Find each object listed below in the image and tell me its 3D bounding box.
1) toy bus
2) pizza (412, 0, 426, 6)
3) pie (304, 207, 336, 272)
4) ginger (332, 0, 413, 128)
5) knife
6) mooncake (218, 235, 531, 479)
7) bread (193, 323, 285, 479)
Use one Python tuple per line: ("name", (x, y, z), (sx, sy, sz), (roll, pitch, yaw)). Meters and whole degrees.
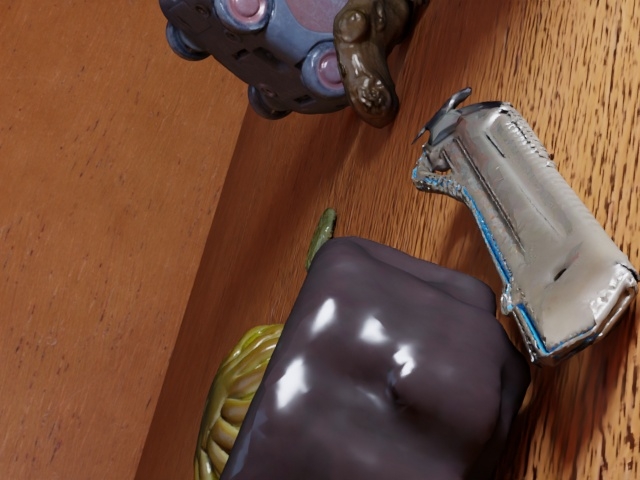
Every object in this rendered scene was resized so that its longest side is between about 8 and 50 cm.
("toy bus", (-0.043, -0.305, 1.472), (0.232, 0.294, 0.197), (-61, 21, -16))
("pizza", (0.125, -0.359, 1.311), (0.185, 0.052, 0.195), (137, 150, -77))
("pie", (0.000, 0.000, 1.403), (0.085, 0.017, 0.085), (-160, 90, -82))
("ginger", (0.061, -0.247, 1.322), (0.122, 0.084, 0.290), (94, -175, -49))
("knife", (0.115, -0.017, 0.696), (0.089, 0.043, 0.365), (-52, 17, 14))
("mooncake", (0.014, 0.140, 0.671), (0.283, 0.141, 0.283), (-156, 90, -89))
("bread", (-0.067, 0.184, 1.170), (0.213, 0.105, 0.213), (-158, 90, -79))
